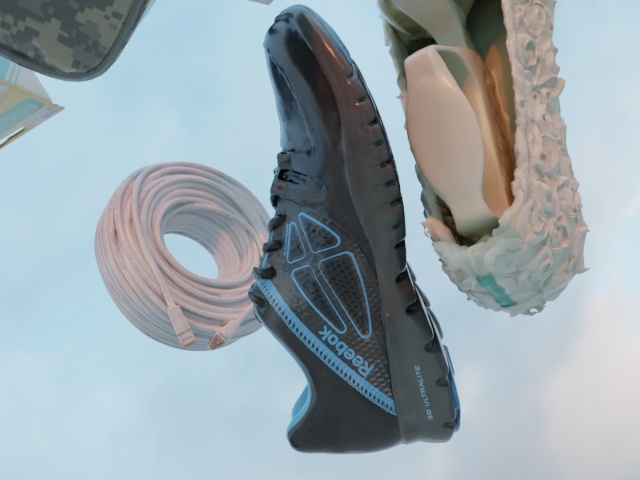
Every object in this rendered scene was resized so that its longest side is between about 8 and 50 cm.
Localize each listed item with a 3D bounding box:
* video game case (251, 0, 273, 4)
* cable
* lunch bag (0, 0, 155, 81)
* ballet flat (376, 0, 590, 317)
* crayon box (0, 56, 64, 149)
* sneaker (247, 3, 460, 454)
[{"bbox_3d":[-0.133,-0.337,0.876,0.015,0.119,0.166,-32,-13,35],"label":"video game case"},{"bbox_3d":[-0.162,0.017,0.981,0.257,0.257,0.089,-27,-14,-50],"label":"cable"},{"bbox_3d":[-0.180,-0.267,0.408,0.305,0.256,0.212,24,-48,-15],"label":"lunch bag"},{"bbox_3d":[0.110,-0.146,0.581,0.147,0.409,0.147,-8,-21,-3],"label":"ballet flat"},{"bbox_3d":[-0.450,-0.154,0.875,0.203,0.323,0.083,-33,-88,0],"label":"crayon box"},{"bbox_3d":[0.000,0.000,0.558,0.139,0.125,0.341,-15,-88,8],"label":"sneaker"}]
